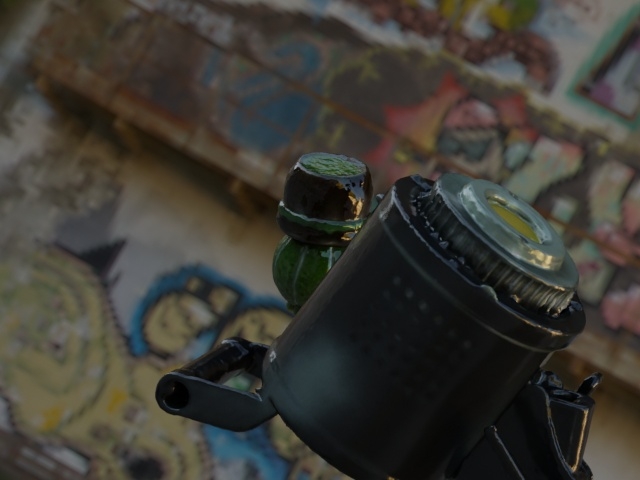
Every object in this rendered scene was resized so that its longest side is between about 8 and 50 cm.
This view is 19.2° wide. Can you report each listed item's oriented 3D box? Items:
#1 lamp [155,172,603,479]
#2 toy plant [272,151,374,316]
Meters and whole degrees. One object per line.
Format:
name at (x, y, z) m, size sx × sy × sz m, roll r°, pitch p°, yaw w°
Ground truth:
lamp at (0.083, 0.072, 1.620) m, size 0.374 × 0.272 × 0.205 m, roll 21°, pitch 15°, yaw 15°
toy plant at (0.000, 0.000, 1.844) m, size 0.092 × 0.162 × 0.093 m, roll 8°, pitch 24°, yaw -3°
